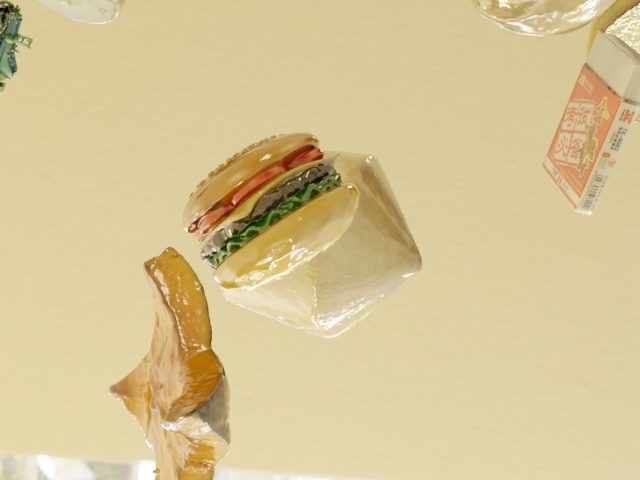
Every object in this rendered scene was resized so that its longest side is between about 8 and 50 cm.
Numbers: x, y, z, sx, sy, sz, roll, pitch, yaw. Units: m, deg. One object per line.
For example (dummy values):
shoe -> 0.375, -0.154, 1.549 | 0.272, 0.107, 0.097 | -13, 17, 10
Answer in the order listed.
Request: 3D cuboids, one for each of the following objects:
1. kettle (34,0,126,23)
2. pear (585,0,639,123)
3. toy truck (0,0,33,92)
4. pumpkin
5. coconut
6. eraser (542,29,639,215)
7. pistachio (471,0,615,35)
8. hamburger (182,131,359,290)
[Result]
kettle -> -0.335, -0.555, 2.005 | 0.342, 0.320, 0.247 | -64, -21, -18
pear -> 0.646, -0.402, 2.237 | 0.386, 0.340, 0.191 | 106, 164, -50
toy truck -> -0.470, -0.275, 1.813 | 0.080, 0.078, 0.154 | -88, 17, -66
pumpkin -> -0.165, 0.182, 1.374 | 0.290, 0.095, 0.258 | -113, 31, -49
coconut -> 0.000, 0.000, 1.845 | 0.329, 0.329, 0.328 | -175, 90, -87
eraser -> 0.395, -0.171, 1.756 | 0.157, 0.038, 0.230 | -107, 33, -62
pistachio -> 0.294, -0.362, 1.391 | 0.332, 0.226, 0.207 | -40, 70, 44
hamburger -> -0.044, -0.027, 1.108 | 0.115, 0.162, 0.162 | 57, 174, 4
